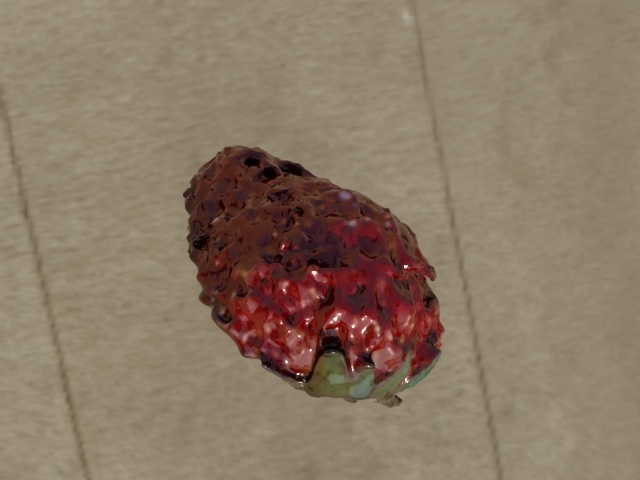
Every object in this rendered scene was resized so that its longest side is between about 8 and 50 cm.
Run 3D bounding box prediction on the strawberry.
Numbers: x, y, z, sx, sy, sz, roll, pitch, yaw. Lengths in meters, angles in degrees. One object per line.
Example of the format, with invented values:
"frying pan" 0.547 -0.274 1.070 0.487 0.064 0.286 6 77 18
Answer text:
"strawberry" 0.000 0.000 1.078 0.190 0.236 0.111 6 130 -46
